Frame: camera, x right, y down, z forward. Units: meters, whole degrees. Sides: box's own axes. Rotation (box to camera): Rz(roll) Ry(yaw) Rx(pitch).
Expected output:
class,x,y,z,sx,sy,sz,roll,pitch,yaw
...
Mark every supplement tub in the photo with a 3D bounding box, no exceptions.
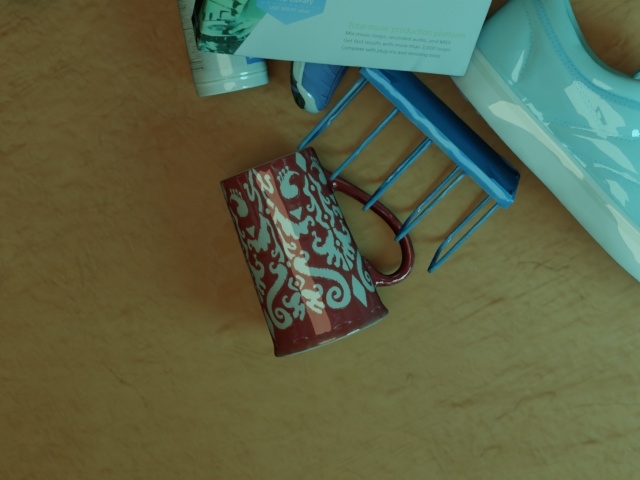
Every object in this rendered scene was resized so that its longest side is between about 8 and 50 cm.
class,x,y,z,sx,sy,sz,roll,pitch,yaw
supplement tub,-0.089,-0.189,1.180,0.071,0.071,0.107,-10,100,11

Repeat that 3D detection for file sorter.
class,x,y,z,sx,sy,sz,roll,pitch,yaw
file sorter,0.078,-0.070,1.154,0.170,0.118,0.104,44,107,-1

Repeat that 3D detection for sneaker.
class,x,y,z,sx,sy,sz,roll,pitch,yaw
sneaker,0.038,-0.205,1.152,0.081,0.080,0.211,27,105,6
sneaker,0.278,-0.072,1.112,0.366,0.135,0.150,44,109,-2

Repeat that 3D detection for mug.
class,x,y,z,sx,sy,sz,roll,pitch,yaw
mug,-0.008,0.003,1.204,0.113,0.150,0.169,-19,94,49

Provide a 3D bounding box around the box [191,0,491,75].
class,x,y,z,sx,sy,sz,roll,pitch,yaw
box,0.043,-0.274,0.976,0.232,0.058,0.322,2,132,-16
